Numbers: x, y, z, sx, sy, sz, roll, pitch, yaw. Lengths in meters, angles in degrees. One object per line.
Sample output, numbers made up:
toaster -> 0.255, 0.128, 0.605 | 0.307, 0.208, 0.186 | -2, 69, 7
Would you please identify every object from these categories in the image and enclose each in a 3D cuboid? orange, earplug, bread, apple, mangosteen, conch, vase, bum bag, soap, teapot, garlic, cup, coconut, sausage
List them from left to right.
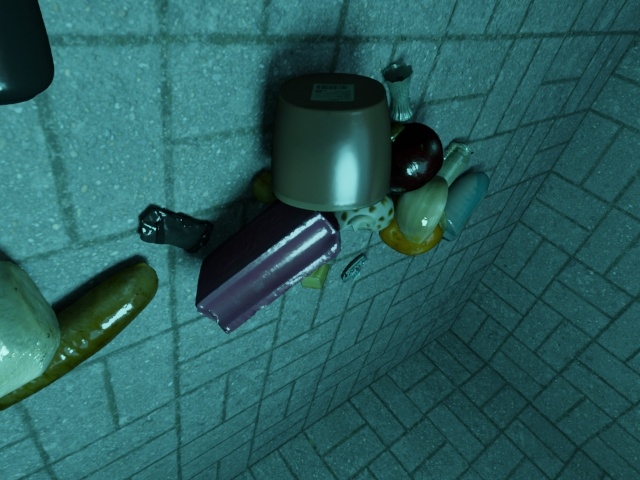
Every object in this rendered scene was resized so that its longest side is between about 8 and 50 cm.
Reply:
cup -> -0.441, -0.261, 0.482 | 0.223, 0.169, 0.176 | 5, 125, -14
coconut -> -0.599, 0.167, 0.704 | 0.247, 0.245, 0.244 | -30, 146, -22
sausage -> -0.570, 0.224, 0.910 | 0.501, 0.123, 0.136 | -34, 118, -18
bum bag -> -0.329, -0.018, 0.980 | 0.087, 0.049, 0.198 | -57, 147, 9
apple -> -0.130, -0.132, 1.060 | 0.084, 0.071, 0.084 | -31, 146, -24
soap -> -0.124, 0.033, 1.026 | 0.360, 0.233, 0.128 | -37, 118, 8
bread -> -0.021, 0.109, 1.520 | 0.084, 0.080, 0.109 | 75, 29, -55
conch -> 0.145, -0.100, 1.354 | 0.275, 0.183, 0.148 | -7, 92, -61
vase -> 0.216, -0.396, 1.149 | 0.081, 0.081, 0.148 | -39, 146, -11
mangosteen -> 0.251, -0.258, 1.245 | 0.216, 0.216, 0.216 | -30, 146, -24
orange -> 0.331, -0.064, 1.526 | 0.240, 0.240, 0.240 | -30, 146, -24
garlic -> 0.330, -0.114, 1.340 | 0.244, 0.146, 0.164 | -63, 152, -10
teapot -> 0.487, -0.286, 1.612 | 0.107, 0.077, 0.200 | 23, 109, -36
earplug -> 0.601, -0.171, 1.801 | 0.324, 0.185, 0.185 | -44, 149, -15

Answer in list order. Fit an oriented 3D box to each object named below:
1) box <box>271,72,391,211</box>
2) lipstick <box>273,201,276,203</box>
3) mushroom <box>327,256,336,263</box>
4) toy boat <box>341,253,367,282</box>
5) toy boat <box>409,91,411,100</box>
box -> 0.026, -0.229, 0.928 | 0.301, 0.301, 0.216 | -25, 133, -30
lipstick -> -0.076, -0.019, 1.257 | 0.066, 0.068, 0.317 | -34, 147, -18
mushroom -> -0.004, 0.002, 1.358 | 0.092, 0.081, 0.223 | -28, 146, 3
toy boat -> 0.140, 0.119, 1.674 | 0.140, 0.066, 0.059 | -44, 152, -1
toy boat -> 0.241, -0.417, 1.201 | 0.038, 0.038, 0.083 | -42, 150, -5
